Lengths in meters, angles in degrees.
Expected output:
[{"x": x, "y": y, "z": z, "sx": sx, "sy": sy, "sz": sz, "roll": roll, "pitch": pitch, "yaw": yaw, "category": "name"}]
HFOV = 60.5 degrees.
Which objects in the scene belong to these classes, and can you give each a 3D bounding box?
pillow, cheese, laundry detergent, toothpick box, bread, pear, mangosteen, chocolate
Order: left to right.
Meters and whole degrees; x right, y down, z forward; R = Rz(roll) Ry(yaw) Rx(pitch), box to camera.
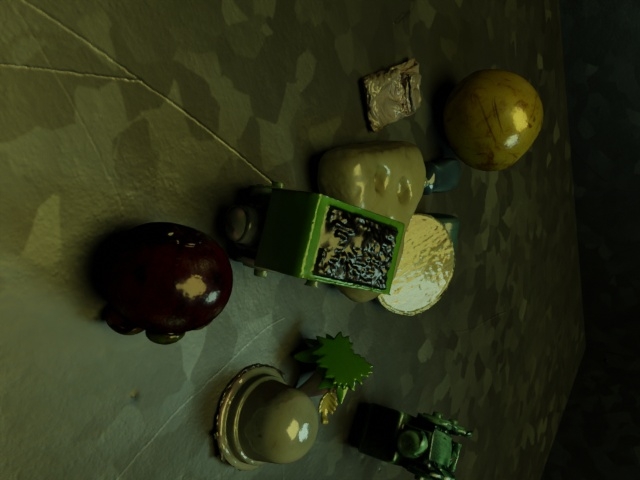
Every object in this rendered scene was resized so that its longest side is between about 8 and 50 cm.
[{"x": -0.222, "y": 0.069, "z": 0.792, "sx": 0.199, "sy": 0.199, "sz": 0.200, "roll": -12, "pitch": 105, "yaw": -51, "category": "mangosteen"}, {"x": -0.076, "y": 0.347, "z": 1.033, "sx": 0.221, "sy": 0.147, "sz": 0.221, "roll": -14, "pitch": 106, "yaw": -55, "category": "chocolate"}, {"x": 0.140, "y": -0.066, "z": 1.251, "sx": 0.328, "sy": 0.129, "sz": 0.351, "roll": -31, "pitch": 119, "yaw": -45, "category": "cheese"}, {"x": 0.185, "y": -0.356, "z": 1.332, "sx": 0.248, "sy": 0.049, "sz": 0.135, "roll": -33, "pitch": 125, "yaw": -41, "category": "pillow"}, {"x": 0.227, "y": 0.060, "z": 1.385, "sx": 0.266, "sy": 0.040, "sz": 0.267, "roll": -5, "pitch": 102, "yaw": -24, "category": "bread"}, {"x": 0.310, "y": 0.022, "z": 1.499, "sx": 0.120, "sy": 0.120, "sz": 0.184, "roll": -10, "pitch": 107, "yaw": -51, "category": "toothpick box"}, {"x": 0.321, "y": -0.176, "z": 1.527, "sx": 0.206, "sy": 0.061, "sz": 0.097, "roll": -19, "pitch": 118, "yaw": -49, "category": "laundry detergent"}, {"x": 0.477, "y": -0.340, "z": 1.539, "sx": 0.280, "sy": 0.280, "sz": 0.281, "roll": -12, "pitch": 105, "yaw": -51, "category": "pear"}]

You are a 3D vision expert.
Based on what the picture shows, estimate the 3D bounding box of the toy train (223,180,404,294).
[{"x": 0.000, "y": 0.000, "z": 0.975, "sx": 0.307, "sy": 0.248, "sz": 0.174, "roll": 15, "pitch": 86, "yaw": -44, "category": "toy train"}]

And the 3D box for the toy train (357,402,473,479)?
[{"x": 0.239, "y": 0.507, "z": 1.388, "sx": 0.299, "sy": 0.238, "sz": 0.167, "roll": 41, "pitch": 63, "yaw": -50, "category": "toy train"}]

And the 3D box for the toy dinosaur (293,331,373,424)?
[{"x": 0.018, "y": 0.280, "z": 1.192, "sx": 0.194, "sy": 0.152, "sz": 0.177, "roll": -37, "pitch": 162, "yaw": -35, "category": "toy dinosaur"}]
